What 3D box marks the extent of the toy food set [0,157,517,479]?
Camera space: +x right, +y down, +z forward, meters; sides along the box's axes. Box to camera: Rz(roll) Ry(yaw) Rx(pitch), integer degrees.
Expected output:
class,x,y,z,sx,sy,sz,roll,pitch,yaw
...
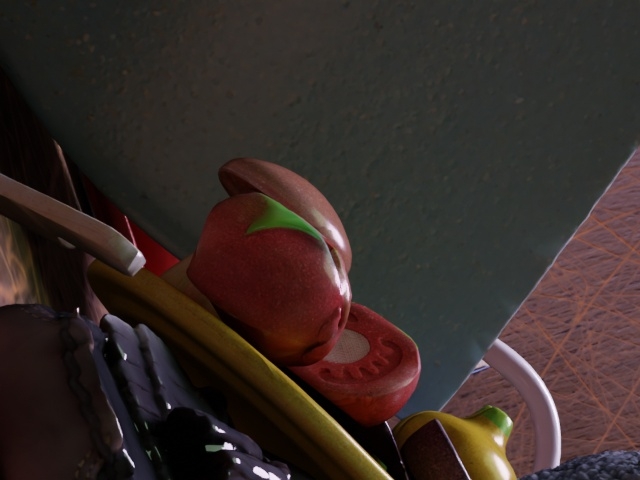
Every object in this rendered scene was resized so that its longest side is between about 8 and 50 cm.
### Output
class,x,y,z,sx,sy,sz,roll,pitch,yaw
toy food set,0.002,0.032,0.535,0.218,0.071,0.128,47,-14,-25

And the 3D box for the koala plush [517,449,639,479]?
class,x,y,z,sx,sy,sz,roll,pitch,yaw
koala plush,0.050,0.147,0.718,0.196,0.221,0.203,-25,-140,60

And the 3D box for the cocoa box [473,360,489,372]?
class,x,y,z,sx,sy,sz,roll,pitch,yaw
cocoa box,0.000,0.000,1.805,0.231,0.228,0.347,166,-94,-81

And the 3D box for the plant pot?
class,x,y,z,sx,sy,sz,roll,pitch,yaw
plant pot,-0.011,-0.124,0.726,0.252,0.247,0.248,31,15,-19

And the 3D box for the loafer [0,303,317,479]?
class,x,y,z,sx,sy,sz,roll,pitch,yaw
loafer,-0.027,0.090,0.498,0.302,0.095,0.109,74,-2,-60

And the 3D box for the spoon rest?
class,x,y,z,sx,sy,sz,roll,pitch,yaw
spoon rest,0.062,0.193,1.029,0.084,0.276,0.137,30,-2,11

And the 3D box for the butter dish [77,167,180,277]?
class,x,y,z,sx,sy,sz,roll,pitch,yaw
butter dish,-0.058,-0.016,0.959,0.160,0.118,0.160,-112,-176,-81
